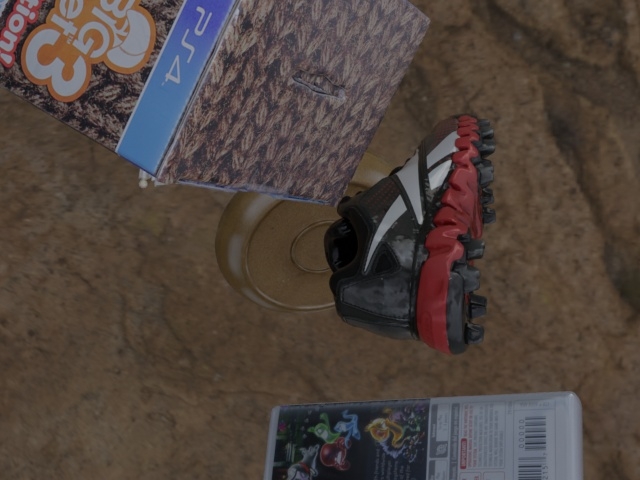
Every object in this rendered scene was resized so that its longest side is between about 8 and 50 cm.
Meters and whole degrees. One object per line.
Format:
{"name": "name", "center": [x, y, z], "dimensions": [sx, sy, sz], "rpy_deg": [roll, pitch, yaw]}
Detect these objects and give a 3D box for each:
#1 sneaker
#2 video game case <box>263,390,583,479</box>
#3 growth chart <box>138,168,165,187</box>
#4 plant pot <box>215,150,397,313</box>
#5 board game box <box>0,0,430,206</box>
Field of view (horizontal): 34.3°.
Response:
{"name": "sneaker", "center": [0.075, -0.020, 0.852], "dimensions": [0.276, 0.135, 0.097], "rpy_deg": [-71, 157, -49]}
{"name": "video game case", "center": [0.045, 0.172, 0.519], "dimensions": [0.022, 0.173, 0.190], "rpy_deg": [47, 42, -53]}
{"name": "growth chart", "center": [-0.226, -0.166, 1.855], "dimensions": [0.021, 0.237, 0.171], "rpy_deg": [46, 51, -55]}
{"name": "plant pot", "center": [0.000, 0.000, 1.168], "dimensions": [0.236, 0.032, 0.236], "rpy_deg": [-10, 132, -12]}
{"name": "board game box", "center": [-0.118, -0.152, 0.626], "dimensions": [0.141, 0.291, 0.232], "rpy_deg": [-63, 160, 9]}
